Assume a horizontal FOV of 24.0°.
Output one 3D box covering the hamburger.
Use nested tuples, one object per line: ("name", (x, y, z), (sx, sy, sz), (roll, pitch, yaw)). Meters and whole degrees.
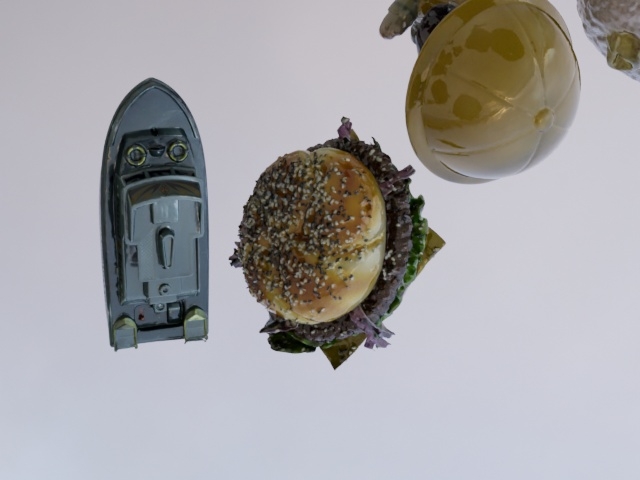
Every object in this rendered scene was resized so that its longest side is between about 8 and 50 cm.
("hamburger", (0.000, 0.004, 1.157), (0.164, 0.093, 0.189), (40, -67, 39))

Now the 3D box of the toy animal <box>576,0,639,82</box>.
("toy animal", (0.418, -0.284, 1.839), (0.188, 0.358, 0.226), (-32, -128, 21))

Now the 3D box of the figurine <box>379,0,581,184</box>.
("figurine", (0.154, -0.174, 1.426), (0.167, 0.192, 0.256), (-40, -141, 29))

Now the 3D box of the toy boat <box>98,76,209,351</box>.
("toy boat", (-0.172, -0.026, 1.562), (0.114, 0.296, 0.122), (-7, -154, -18))
